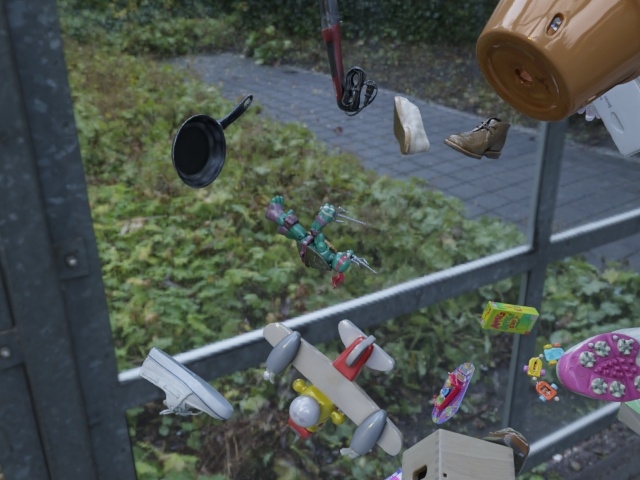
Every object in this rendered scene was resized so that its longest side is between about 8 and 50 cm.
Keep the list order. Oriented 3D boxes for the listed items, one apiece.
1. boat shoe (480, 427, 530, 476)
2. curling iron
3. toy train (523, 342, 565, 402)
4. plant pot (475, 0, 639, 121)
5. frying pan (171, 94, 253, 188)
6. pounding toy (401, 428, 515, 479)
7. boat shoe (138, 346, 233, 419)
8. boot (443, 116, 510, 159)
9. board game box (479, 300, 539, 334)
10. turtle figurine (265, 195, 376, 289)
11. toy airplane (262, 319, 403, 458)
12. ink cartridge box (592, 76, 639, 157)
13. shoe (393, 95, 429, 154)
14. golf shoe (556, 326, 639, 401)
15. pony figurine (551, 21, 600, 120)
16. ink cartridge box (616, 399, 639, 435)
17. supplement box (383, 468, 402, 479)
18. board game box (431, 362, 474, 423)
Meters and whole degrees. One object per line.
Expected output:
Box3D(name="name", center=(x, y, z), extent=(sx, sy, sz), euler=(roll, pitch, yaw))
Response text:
Box3D(name="boat shoe", center=(0.484, 0.552, 1.722), extent=(0.122, 0.324, 0.120), euler=(42, 69, 16))
Box3D(name="curling iron", center=(0.030, -0.326, 0.991), extent=(0.068, 0.274, 0.035), euler=(-13, 0, 19))
Box3D(name="toy train", center=(0.637, 0.367, 1.790), extent=(0.166, 0.046, 0.125), euler=(-44, 60, -13))
Box3D(name="plant pot", center=(0.401, -0.341, 1.090), extent=(0.203, 0.291, 0.291), euler=(-45, 38, -8))
Box3D(name="frying pan", center=(-0.307, -0.299, 1.749), extent=(0.053, 0.326, 0.197), euler=(12, -14, 33))
Box3D(name="pounding toy", center=(0.181, 0.334, 0.860), extent=(0.130, 0.141, 0.100), euler=(18, 51, -12))
Box3D(name="boat shoe", center=(-0.449, 0.498, 2.069), extent=(0.367, 0.136, 0.157), euler=(30, 81, 23))
Box3D(name="boot", center=(0.447, -0.297, 1.832), extent=(0.112, 0.115, 0.305), euler=(39, 29, 25))
Box3D(name="board game box", center=(0.658, 0.272, 2.258), extent=(0.181, 0.092, 0.043), euler=(9, 31, -15))
Box3D(name="turtle figurine", center=(0.000, 0.000, 1.309), extent=(0.234, 0.175, 0.118), euler=(31, 61, 27))
Box3D(name="toy airplane", center=(0.024, 0.415, 1.800), extent=(0.385, 0.385, 0.272), euler=(-2, 18, 36))
Box3D(name="ink cartridge box", center=(0.678, -0.297, 1.430), extent=(0.092, 0.160, 0.219), euler=(-29, 10, 32))
Box3D(name="shoe", center=(0.200, -0.258, 1.457), extent=(0.058, 0.077, 0.219), euler=(-1, 40, -2))
Box3D(name="golf shoe", center=(0.513, 0.209, 1.110), extent=(0.306, 0.115, 0.140), euler=(-6, -11, -22))
Box3D(name="pony figurine", center=(0.734, -0.553, 2.017), extent=(0.363, 0.351, 0.302), euler=(-24, 38, -33))
Box3D(name="ink cartridge box", center=(0.856, 0.314, 1.427), extent=(0.353, 0.119, 0.207), euler=(-42, 52, -13))
Box3D(name="supplement box", center=(0.210, 0.677, 1.529), extent=(0.111, 0.114, 0.220), euler=(-27, 45, -15))
Box3D(name="board game box", center=(0.308, 0.362, 1.573), extent=(0.033, 0.133, 0.169), euler=(34, 64, -5))
